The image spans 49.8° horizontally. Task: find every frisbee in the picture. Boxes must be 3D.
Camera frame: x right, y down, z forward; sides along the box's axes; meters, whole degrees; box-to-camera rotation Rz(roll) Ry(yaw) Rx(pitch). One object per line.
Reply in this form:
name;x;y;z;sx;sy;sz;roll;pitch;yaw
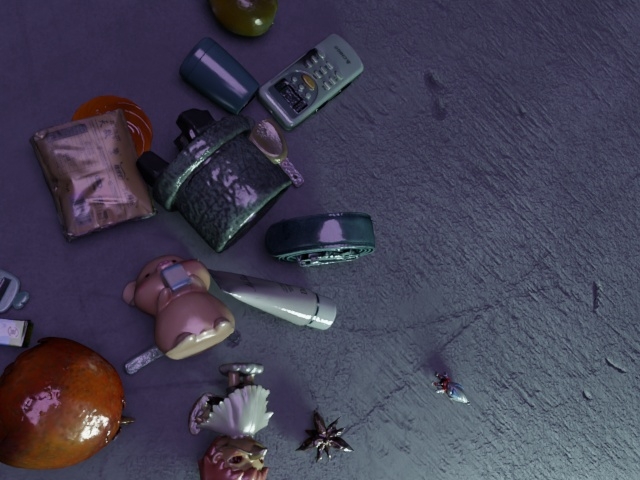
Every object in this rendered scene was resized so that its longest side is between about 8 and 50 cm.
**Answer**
frisbee;-0.498;-0.259;1.645;0.192;0.035;0.192;3;78;-16

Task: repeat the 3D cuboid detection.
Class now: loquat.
loquat;-0.202;-0.602;1.750;0.195;0.152;0.152;25;72;-19

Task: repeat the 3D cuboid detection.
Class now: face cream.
face cream;-0.110;0.136;1.612;0.315;0.143;0.089;18;101;-28

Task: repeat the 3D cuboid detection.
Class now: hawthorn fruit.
hawthorn fruit;-0.514;0.340;1.409;0.308;0.276;0.275;23;72;-32

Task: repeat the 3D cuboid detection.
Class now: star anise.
star anise;0.021;0.472;1.631;0.129;0.056;0.124;27;84;-7

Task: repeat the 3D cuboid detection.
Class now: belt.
belt;0.000;0.000;1.648;0.268;0.206;0.116;-5;80;-8

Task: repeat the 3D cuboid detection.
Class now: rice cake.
rice cake;-0.356;0.241;1.582;0.208;0.033;0.033;-32;99;-21

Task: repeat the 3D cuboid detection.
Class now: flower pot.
flower pot;-0.233;-0.158;1.576;0.283;0.299;0.299;44;70;0

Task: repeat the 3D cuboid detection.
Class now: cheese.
cheese;-0.108;-0.217;1.751;0.097;0.037;0.192;-39;92;-19

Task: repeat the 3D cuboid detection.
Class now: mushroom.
mushroom;-0.274;0.396;1.580;0.049;0.019;0.101;22;74;-12

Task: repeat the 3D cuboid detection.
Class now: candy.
candy;-0.717;0.187;1.452;0.195;0.097;0.062;8;80;-14

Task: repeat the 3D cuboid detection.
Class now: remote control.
remote control;-0.018;-0.419;1.811;0.296;0.056;0.140;-42;94;-19

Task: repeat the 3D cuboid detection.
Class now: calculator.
calculator;-0.716;0.107;1.508;0.153;0.021;0.095;24;73;-10

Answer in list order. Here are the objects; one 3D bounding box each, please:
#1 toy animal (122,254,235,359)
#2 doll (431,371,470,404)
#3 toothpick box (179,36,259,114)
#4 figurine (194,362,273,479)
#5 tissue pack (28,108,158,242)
toy animal;-0.311;0.138;1.501;0.195;0.213;0.256;-21;65;-19
doll;0.337;0.379;1.758;0.114;0.039;0.057;34;29;1
toothpick box;-0.245;-0.401;1.707;0.184;0.120;0.120;39;71;-9
figurine;-0.182;0.465;1.512;0.207;0.166;0.386;22;64;-52
tissue pack;-0.512;-0.147;1.556;0.215;0.123;0.256;-19;95;-19
